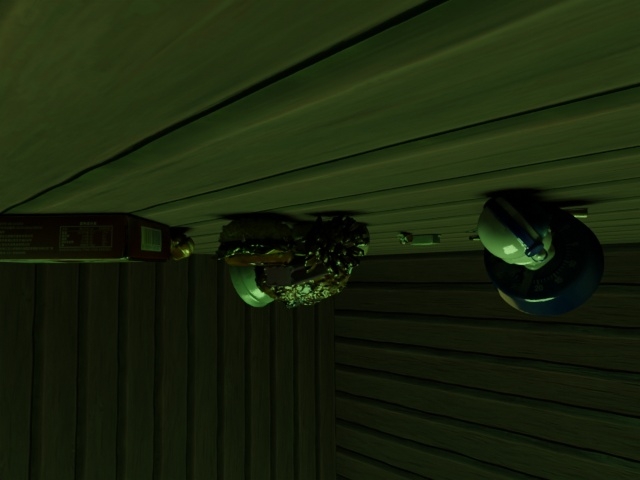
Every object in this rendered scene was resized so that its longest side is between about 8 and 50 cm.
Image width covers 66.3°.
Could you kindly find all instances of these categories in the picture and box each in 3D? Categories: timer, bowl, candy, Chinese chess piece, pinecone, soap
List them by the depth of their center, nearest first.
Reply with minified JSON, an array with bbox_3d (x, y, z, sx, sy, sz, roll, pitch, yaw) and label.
[{"bbox_3d":[0.474,0.009,1.116,0.270,0.271,0.383,-3,161,35],"label":"timer"},{"bbox_3d":[0.038,0.012,1.345,0.195,0.179,0.150,-17,130,26],"label":"pinecone"},{"bbox_3d":[-0.066,0.091,1.522,0.122,0.066,0.203,-4,-173,39],"label":"soap"},{"bbox_3d":[0.033,0.000,1.647,0.272,0.102,0.273,0,176,0],"label":"Chinese chess piece"},{"bbox_3d":[0.348,-0.006,2.002,0.053,0.047,0.182,0,178,19],"label":"candy"},{"bbox_3d":[-0.252,0.128,2.179,0.163,0.308,0.307,-23,166,28],"label":"bowl"}]

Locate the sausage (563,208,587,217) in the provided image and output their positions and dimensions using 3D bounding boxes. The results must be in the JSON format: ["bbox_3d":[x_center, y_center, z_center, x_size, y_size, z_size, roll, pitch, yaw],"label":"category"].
[{"bbox_3d":[0.647,-0.069,1.305,0.116,0.026,0.026,-3,176,30],"label":"sausage"}]

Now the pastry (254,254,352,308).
[{"bbox_3d":[-0.085,0.115,1.909,0.404,0.293,0.337,-8,173,34],"label":"pastry"}]

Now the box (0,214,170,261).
[{"bbox_3d":[-0.683,0.003,1.432,0.384,0.122,0.344,-1,177,1],"label":"box"}]

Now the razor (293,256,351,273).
[{"bbox_3d":[-0.012,0.077,1.715,0.252,0.042,0.082,2,133,-6],"label":"razor"}]

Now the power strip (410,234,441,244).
[{"bbox_3d":[0.432,-0.001,2.115,0.175,0.042,0.075,-4,176,40],"label":"power strip"}]

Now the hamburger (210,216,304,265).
[{"bbox_3d":[-0.173,0.003,1.390,0.261,0.139,0.243,-1,178,16],"label":"hamburger"}]

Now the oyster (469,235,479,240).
[{"bbox_3d":[0.692,-0.011,2.187,0.054,0.019,0.083,-1,174,-12],"label":"oyster"}]

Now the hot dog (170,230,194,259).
[{"bbox_3d":[-0.541,0.013,1.791,0.135,0.101,0.337,10,171,-20],"label":"hot dog"}]
